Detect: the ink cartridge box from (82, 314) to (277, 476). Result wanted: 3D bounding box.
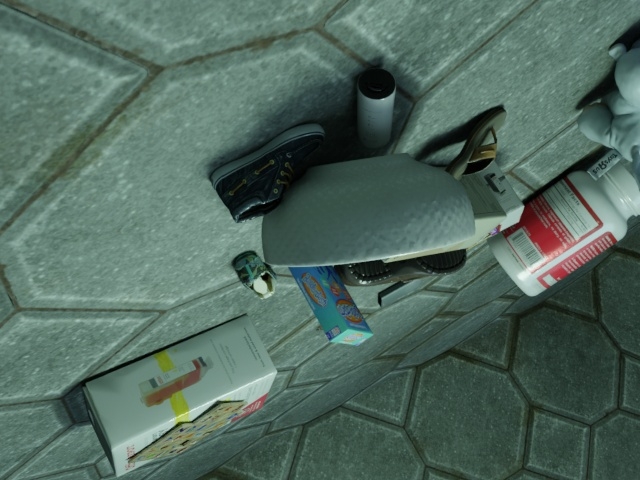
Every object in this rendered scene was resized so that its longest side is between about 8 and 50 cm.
[{"bbox_3d":[-0.318,0.357,1.578,0.384,0.160,0.279,-21,157,-24],"label":"ink cartridge box"}]

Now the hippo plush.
[{"bbox_3d":[0.623,-0.296,1.388,0.294,0.234,0.237,-39,132,-21],"label":"hippo plush"}]

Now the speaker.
[{"bbox_3d":[0.080,-0.192,1.020,0.055,0.055,0.136,-27,159,-8],"label":"speaker"}]

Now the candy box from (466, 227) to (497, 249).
[{"bbox_3d":[0.411,-0.044,1.806,0.109,0.053,0.187,-29,158,-4],"label":"candy box"}]

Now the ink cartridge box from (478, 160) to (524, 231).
[{"bbox_3d":[0.383,-0.100,1.523,0.056,0.135,0.099,-27,159,0],"label":"ink cartridge box"}]

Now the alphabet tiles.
[{"bbox_3d":[-0.279,0.420,1.534,0.237,0.009,0.198,-36,159,13],"label":"alphabet tiles"}]

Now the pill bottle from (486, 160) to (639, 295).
[{"bbox_3d":[0.688,-0.045,1.928,0.407,0.229,0.229,-38,158,18],"label":"pill bottle"}]

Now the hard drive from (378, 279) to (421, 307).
[{"bbox_3d":[0.231,0.145,2.029,0.135,0.022,0.094,-28,159,-7],"label":"hard drive"}]

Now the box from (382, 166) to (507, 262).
[{"bbox_3d":[0.223,-0.059,1.389,0.311,0.148,0.121,-5,148,-46],"label":"box"}]

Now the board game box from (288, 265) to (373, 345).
[{"bbox_3d":[0.014,0.107,1.390,0.047,0.210,0.160,-35,159,12],"label":"board game box"}]

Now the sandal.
[{"bbox_3d":[0.291,-0.155,1.301,0.219,0.060,0.090,-51,163,-20],"label":"sandal"}]

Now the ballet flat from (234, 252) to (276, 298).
[{"bbox_3d":[-0.120,0.082,1.358,0.070,0.070,0.188,-32,159,2],"label":"ballet flat"}]

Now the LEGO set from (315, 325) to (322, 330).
[{"bbox_3d":[0.020,0.229,1.949,0.083,0.024,0.054,-24,160,20],"label":"LEGO set"}]

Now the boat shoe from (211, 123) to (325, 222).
[{"bbox_3d":[-0.062,-0.095,1.008,0.183,0.083,0.065,-29,159,-5],"label":"boat shoe"}]

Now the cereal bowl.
[{"bbox_3d":[0.065,-0.057,1.089,0.338,0.141,0.339,-9,-174,1],"label":"cereal bowl"}]

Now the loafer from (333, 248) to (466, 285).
[{"bbox_3d":[0.178,0.031,1.597,0.365,0.134,0.130,-5,172,-31],"label":"loafer"}]
